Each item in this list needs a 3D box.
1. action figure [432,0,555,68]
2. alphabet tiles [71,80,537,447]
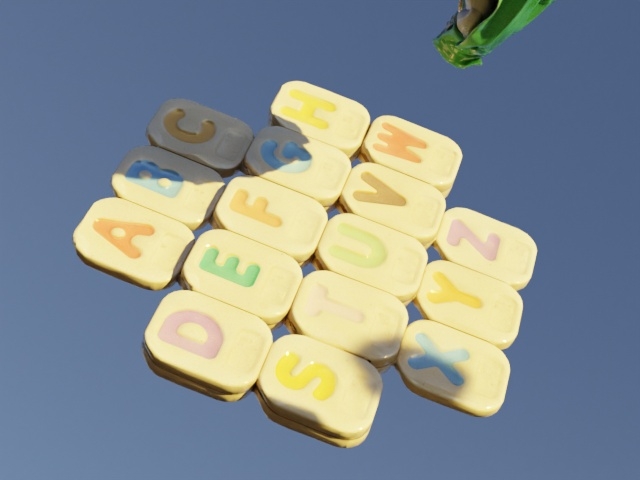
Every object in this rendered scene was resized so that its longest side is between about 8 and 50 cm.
[{"bbox_3d":[0.128,-0.176,0.644,0.063,0.137,0.232,45,-45,9],"label":"action figure"},{"bbox_3d":[0.000,0.000,0.749,0.278,0.284,0.021,22,-46,2],"label":"alphabet tiles"}]
